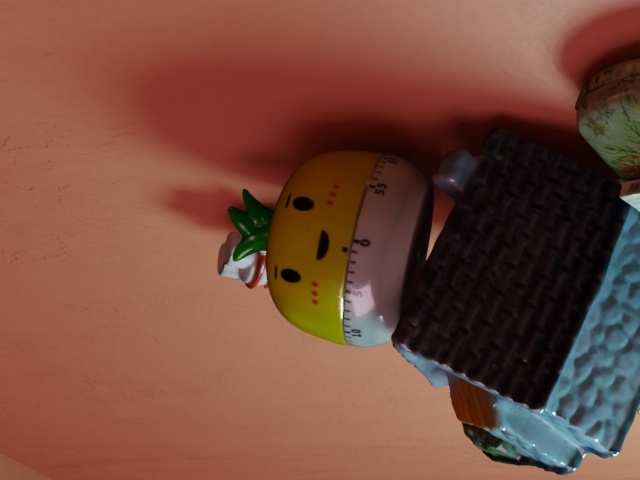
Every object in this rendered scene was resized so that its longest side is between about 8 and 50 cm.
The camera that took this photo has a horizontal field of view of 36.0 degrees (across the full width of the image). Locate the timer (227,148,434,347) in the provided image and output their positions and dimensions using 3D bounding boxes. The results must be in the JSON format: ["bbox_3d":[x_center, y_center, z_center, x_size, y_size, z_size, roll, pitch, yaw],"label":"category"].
[{"bbox_3d":[0.000,0.000,1.315,0.285,0.285,0.285,5,151,3],"label":"timer"}]

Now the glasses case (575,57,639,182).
[{"bbox_3d":[0.469,-0.086,1.210,0.156,0.098,0.425,-13,145,42],"label":"glasses case"}]

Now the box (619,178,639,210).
[{"bbox_3d":[0.408,-0.046,1.184,0.083,0.024,0.054,30,159,-25],"label":"box"}]

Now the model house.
[{"bbox_3d":[0.229,0.073,1.277,0.339,0.360,0.297,34,167,-26],"label":"model house"}]

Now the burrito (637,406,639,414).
[{"bbox_3d":[0.697,0.257,1.782,0.175,0.107,0.348,17,150,10],"label":"burrito"}]

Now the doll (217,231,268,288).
[{"bbox_3d":[-0.010,0.046,1.522,0.290,0.130,0.161,10,149,-18],"label":"doll"}]
